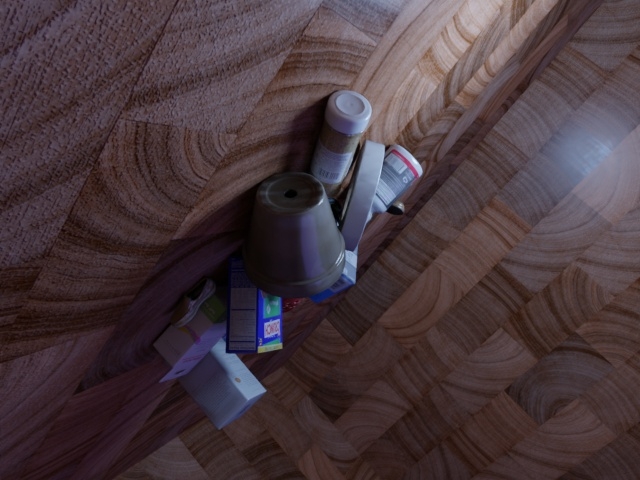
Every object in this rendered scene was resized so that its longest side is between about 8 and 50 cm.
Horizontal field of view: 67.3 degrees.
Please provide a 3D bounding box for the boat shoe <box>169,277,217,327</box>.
[{"bbox_3d":[-0.419,0.193,1.541,0.190,0.068,0.072,-52,154,-13],"label":"boat shoe"}]

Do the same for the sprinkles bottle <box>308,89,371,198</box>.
[{"bbox_3d":[0.042,-0.267,1.410,0.121,0.121,0.355,-36,163,-29],"label":"sprinkles bottle"}]

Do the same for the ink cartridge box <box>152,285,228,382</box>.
[{"bbox_3d":[-0.440,0.325,1.702,0.353,0.119,0.207,-47,166,5],"label":"ink cartridge box"}]

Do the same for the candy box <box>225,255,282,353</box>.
[{"bbox_3d":[-0.221,0.225,1.663,0.122,0.317,0.268,-1,171,12],"label":"candy box"}]

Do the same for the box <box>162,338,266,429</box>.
[{"bbox_3d":[-0.412,0.534,1.892,0.168,0.345,0.215,-45,165,3],"label":"box"}]

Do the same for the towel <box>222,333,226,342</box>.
[{"bbox_3d":[-0.356,0.351,2.178,0.336,0.040,0.243,-54,161,25],"label":"towel"}]

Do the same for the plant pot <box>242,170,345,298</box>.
[{"bbox_3d":[-0.084,-0.039,1.421,0.323,0.323,0.280,-36,145,-29],"label":"plant pot"}]

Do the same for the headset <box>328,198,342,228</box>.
[{"bbox_3d":[0.000,0.000,1.883,0.243,0.185,0.394,-37,152,-25],"label":"headset"}]

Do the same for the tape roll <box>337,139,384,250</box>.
[{"bbox_3d":[0.131,-0.153,1.669,0.392,0.072,0.392,-165,-90,-88],"label":"tape roll"}]

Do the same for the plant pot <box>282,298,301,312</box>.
[{"bbox_3d":[-0.139,0.167,1.907,0.191,0.191,0.174,-30,167,-44],"label":"plant pot"}]

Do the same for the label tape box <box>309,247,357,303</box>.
[{"bbox_3d":[0.050,0.091,2.199,0.240,0.106,0.334,-31,-146,34],"label":"label tape box"}]

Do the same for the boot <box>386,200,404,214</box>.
[{"bbox_3d":[0.291,-0.188,2.133,0.115,0.112,0.305,-55,-156,-2],"label":"boot"}]

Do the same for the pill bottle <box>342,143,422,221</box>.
[{"bbox_3d":[0.246,-0.223,1.960,0.318,0.176,0.176,-45,165,0],"label":"pill bottle"}]
